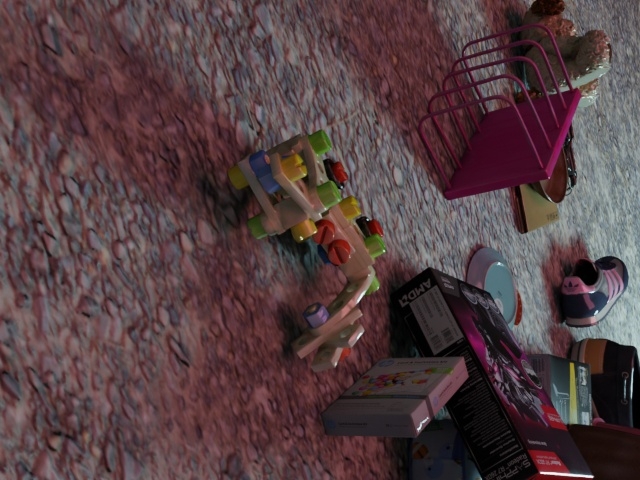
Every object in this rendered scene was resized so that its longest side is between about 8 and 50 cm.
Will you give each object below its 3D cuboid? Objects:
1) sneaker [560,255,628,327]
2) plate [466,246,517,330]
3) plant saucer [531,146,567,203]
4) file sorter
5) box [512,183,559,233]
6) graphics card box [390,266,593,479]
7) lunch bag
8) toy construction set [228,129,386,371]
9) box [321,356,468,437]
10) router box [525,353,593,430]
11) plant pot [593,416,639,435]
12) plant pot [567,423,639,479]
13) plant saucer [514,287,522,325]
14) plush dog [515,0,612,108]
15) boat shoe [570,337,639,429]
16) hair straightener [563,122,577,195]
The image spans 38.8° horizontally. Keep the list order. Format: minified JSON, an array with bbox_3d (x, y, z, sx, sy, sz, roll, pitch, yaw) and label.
[{"bbox_3d":[0.655,0.084,2.158,0.319,0.112,0.131,-40,119,-53],"label":"sneaker"},{"bbox_3d":[0.341,0.104,1.759,0.188,0.024,0.188,14,71,-49],"label":"plate"},{"bbox_3d":[0.493,-0.175,2.006,0.199,0.036,0.198,20,65,-51],"label":"plant saucer"},{"bbox_3d":[0.328,-0.245,1.675,0.182,0.202,0.290,59,40,-25],"label":"file sorter"},{"bbox_3d":[0.474,-0.110,2.014,0.201,0.021,0.164,-16,95,-55],"label":"box"},{"bbox_3d":[0.271,0.231,1.444,0.233,0.094,0.370,22,35,-51],"label":"graphics card box"},{"bbox_3d":[0.242,0.433,1.485,0.243,0.115,0.303,19,69,-55],"label":"lunch bag"},{"bbox_3d":[0.000,0.000,1.184,0.215,0.151,0.327,-86,161,-62],"label":"toy construction set"},{"bbox_3d":[0.110,0.222,1.304,0.186,0.145,0.038,-30,109,-53],"label":"box"},{"bbox_3d":[0.486,0.397,1.873,0.243,0.081,0.308,19,68,-52],"label":"router box"},{"bbox_3d":[0.666,0.494,2.029,0.201,0.180,0.201,18,68,-53],"label":"plant pot"},{"bbox_3d":[0.615,0.466,1.768,0.215,0.231,0.215,16,70,-53],"label":"plant pot"},{"bbox_3d":[0.389,0.133,1.846,0.083,0.013,0.083,15,72,-54],"label":"plant saucer"},{"bbox_3d":[0.516,-0.425,2.043,0.262,0.211,0.225,66,11,-72],"label":"plush dog"},{"bbox_3d":[0.749,0.419,2.191,0.500,0.156,0.186,58,39,-33],"label":"boat shoe"},{"bbox_3d":[0.576,-0.220,2.177,0.089,0.047,0.230,-14,99,-56],"label":"hair straightener"}]
